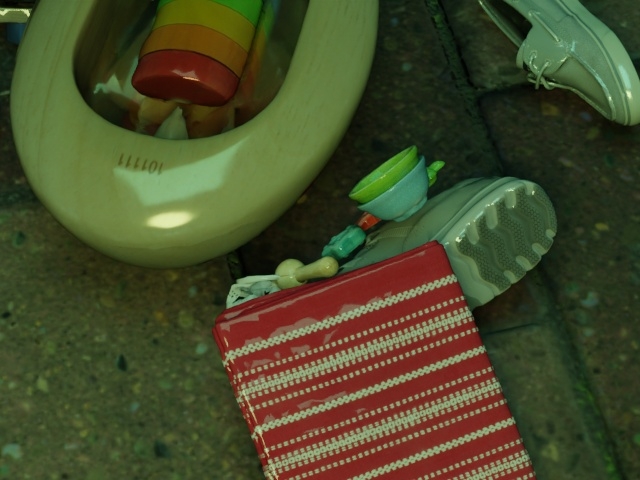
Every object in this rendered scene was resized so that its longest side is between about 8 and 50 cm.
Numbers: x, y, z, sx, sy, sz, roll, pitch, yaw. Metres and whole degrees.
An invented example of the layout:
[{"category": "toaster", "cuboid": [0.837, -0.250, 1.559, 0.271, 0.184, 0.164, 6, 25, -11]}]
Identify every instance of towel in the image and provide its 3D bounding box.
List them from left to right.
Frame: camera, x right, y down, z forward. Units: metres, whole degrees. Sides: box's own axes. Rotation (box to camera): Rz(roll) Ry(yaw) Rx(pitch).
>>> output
[{"category": "towel", "cuboid": [0.051, 0.152, 1.212, 0.199, 0.031, 0.275, -19, 83, -12]}]

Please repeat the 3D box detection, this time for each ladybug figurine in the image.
[{"category": "ladybug figurine", "cuboid": [-0.102, -0.154, 1.406, 0.305, 0.162, 0.449, 13, 58, 11]}]

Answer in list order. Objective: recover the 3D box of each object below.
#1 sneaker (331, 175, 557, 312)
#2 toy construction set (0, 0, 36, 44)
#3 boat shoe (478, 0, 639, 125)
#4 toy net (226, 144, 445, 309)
[{"category": "sneaker", "cuboid": [0.065, 0.043, 1.327, 0.281, 0.105, 0.115, -33, 23, -12]}, {"category": "toy construction set", "cuboid": [-0.401, -0.250, 1.414, 0.237, 0.309, 0.257, 14, 49, 16]}, {"category": "boat shoe", "cuboid": [0.218, -0.176, 1.472, 0.081, 0.079, 0.227, -26, 53, -8]}, {"category": "toy net", "cuboid": [0.000, 0.000, 1.318, 0.232, 0.122, 0.045, -36, 99, 14]}]
